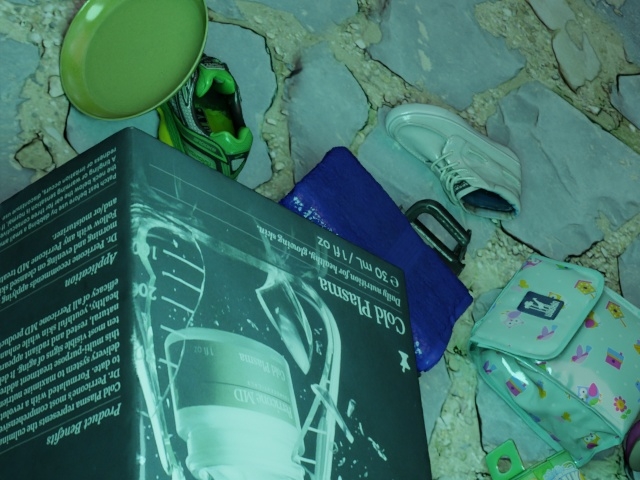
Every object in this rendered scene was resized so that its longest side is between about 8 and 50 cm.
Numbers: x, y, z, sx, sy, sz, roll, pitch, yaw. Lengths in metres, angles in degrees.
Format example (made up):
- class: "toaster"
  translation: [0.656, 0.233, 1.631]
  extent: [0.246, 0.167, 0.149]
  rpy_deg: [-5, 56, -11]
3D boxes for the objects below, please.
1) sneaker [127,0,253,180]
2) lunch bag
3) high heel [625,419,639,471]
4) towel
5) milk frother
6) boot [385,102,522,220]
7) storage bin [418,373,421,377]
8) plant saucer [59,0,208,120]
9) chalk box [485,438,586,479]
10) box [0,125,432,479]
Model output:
- class: "sneaker"
  translation: [-0.182, -0.235, 1.962]
  extent: [0.134, 0.146, 0.344]
  rpy_deg: [-12, 67, -40]
- class: "lunch bag"
  translation: [0.364, 0.163, 2.043]
  extent: [0.262, 0.160, 0.223]
  rpy_deg: [41, 54, 0]
- class: "high heel"
  translation: [0.511, 0.250, 2.034]
  extent: [0.377, 0.127, 0.181]
  rpy_deg: [36, 41, -62]
- class: "towel"
  translation: [0.073, 0.026, 1.899]
  extent: [0.308, 0.076, 0.227]
  rpy_deg: [51, 29, -5]
- class: "milk frother"
  translation: [0.157, 0.004, 2.072]
  extent: [0.135, 0.129, 0.143]
  rpy_deg: [44, 4, -1]
- class: "boot"
  translation: [0.219, -0.121, 2.182]
  extent: [0.258, 0.095, 0.123]
  rpy_deg: [21, 44, -22]
- class: "storage bin"
  translation: [0.068, 0.217, 1.865]
  extent: [0.135, 0.098, 0.091]
  rpy_deg: [16, 63, -24]
- class: "plant saucer"
  translation: [-0.254, -0.270, 1.913]
  extent: [0.037, 0.241, 0.241]
  rpy_deg: [38, 34, -57]
- class: "chalk box"
  translation: [0.290, 0.379, 1.870]
  extent: [0.132, 0.132, 0.213]
  rpy_deg: [-19, 71, -40]
- class: "box"
  translation: [-0.128, 0.208, 1.508]
  extent: [0.480, 0.297, 0.472]
  rpy_deg: [27, 48, -43]
